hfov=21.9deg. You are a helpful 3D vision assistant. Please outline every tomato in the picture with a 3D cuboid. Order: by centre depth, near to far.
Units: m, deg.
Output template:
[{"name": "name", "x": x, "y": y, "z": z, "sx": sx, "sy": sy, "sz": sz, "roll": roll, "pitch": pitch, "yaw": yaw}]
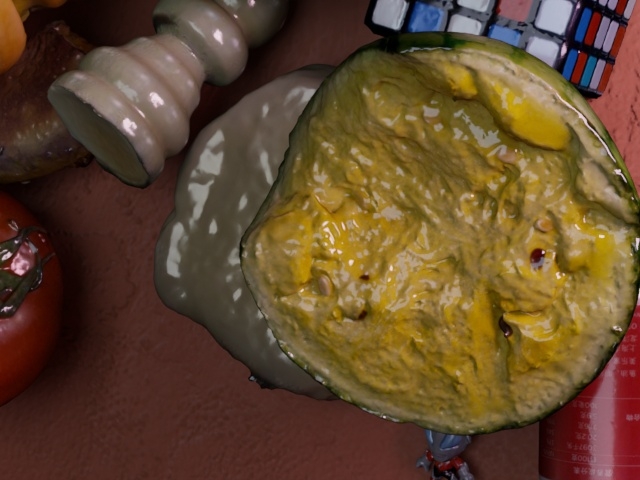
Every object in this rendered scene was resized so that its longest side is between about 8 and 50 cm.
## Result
[{"name": "tomato", "x": -0.382, "y": 0.056, "z": 1.639, "sx": 0.224, "sy": 0.256, "sz": 0.255, "roll": -25, "pitch": 81, "yaw": 47}]

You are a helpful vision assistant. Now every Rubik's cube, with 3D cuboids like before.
[{"name": "Rubik's cube", "x": 0.170, "y": -0.236, "z": 1.422, "sx": 0.182, "sy": 0.187, "sz": 0.184, "roll": 22, "pitch": 102, "yaw": 21}]

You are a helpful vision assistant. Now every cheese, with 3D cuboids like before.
[{"name": "cheese", "x": 0.000, "y": 0.000, "z": 1.543, "sx": 0.326, "sy": 0.115, "sz": 0.318, "roll": -20, "pitch": 83, "yaw": 24}]

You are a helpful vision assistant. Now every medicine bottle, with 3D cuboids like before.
[{"name": "medicine bottle", "x": 0.254, "y": 0.147, "z": 1.425, "sx": 0.131, "sy": 0.131, "sz": 0.250, "roll": 1, "pitch": 92, "yaw": 24}]

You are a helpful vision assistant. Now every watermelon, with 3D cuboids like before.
[{"name": "watermelon", "x": 0.114, "y": -0.024, "z": 1.339, "sx": 0.331, "sy": 0.189, "sz": 0.330, "roll": 9, "pitch": 122, "yaw": 15}]

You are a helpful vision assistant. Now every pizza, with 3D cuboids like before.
[{"name": "pizza", "x": -0.305, "y": -0.135, "z": 1.684, "sx": 0.305, "sy": 0.085, "sz": 0.161, "roll": -5, "pitch": 77, "yaw": 29}]

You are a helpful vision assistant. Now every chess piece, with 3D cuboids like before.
[{"name": "chess piece", "x": -0.127, "y": -0.175, "z": 1.557, "sx": 0.133, "sy": 0.133, "sz": 0.243, "roll": 37, "pitch": 70, "yaw": 18}]

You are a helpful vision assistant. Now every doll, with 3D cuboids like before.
[{"name": "doll", "x": 0.117, "y": 0.183, "z": 1.536, "sx": 0.057, "sy": 0.039, "sz": 0.114, "roll": -151, "pitch": 62, "yaw": -63}]

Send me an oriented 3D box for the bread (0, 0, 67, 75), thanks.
[{"name": "bread", "x": -0.347, "y": -0.269, "z": 1.580, "sx": 0.316, "sy": 0.270, "sz": 0.211, "roll": 1, "pitch": 133, "yaw": 47}]
